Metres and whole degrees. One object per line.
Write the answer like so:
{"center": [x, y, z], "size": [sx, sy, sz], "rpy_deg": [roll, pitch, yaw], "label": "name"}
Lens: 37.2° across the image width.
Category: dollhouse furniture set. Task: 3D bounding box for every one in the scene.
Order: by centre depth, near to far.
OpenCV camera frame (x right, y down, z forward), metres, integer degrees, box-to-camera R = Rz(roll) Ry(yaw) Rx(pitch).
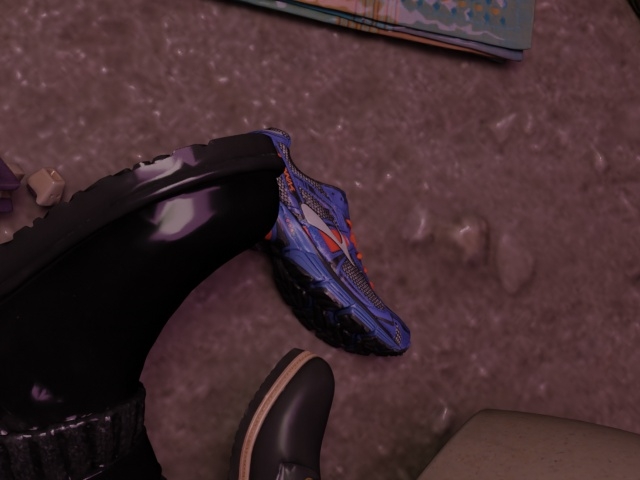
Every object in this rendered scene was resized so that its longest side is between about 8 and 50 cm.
{"center": [-0.267, -0.050, 0.702], "size": [0.114, 0.091, 0.081], "rpy_deg": [48, 113, 18], "label": "dollhouse furniture set"}

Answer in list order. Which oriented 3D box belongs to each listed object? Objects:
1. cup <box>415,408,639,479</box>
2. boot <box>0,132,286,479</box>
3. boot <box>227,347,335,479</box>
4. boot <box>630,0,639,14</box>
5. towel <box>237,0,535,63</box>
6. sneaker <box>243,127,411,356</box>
{"center": [0.158, 0.253, 0.647], "size": [0.237, 0.331, 0.331], "rpy_deg": [36, 71, 20], "label": "cup"}
{"center": [-0.127, 0.111, 0.635], "size": [0.348, 0.131, 0.260], "rpy_deg": [-31, 89, 1], "label": "boot"}
{"center": [0.006, 0.177, 0.609], "size": [0.077, 0.137, 0.198], "rpy_deg": [35, 69, -53], "label": "boot"}
{"center": [0.374, -0.342, 0.902], "size": [0.269, 0.089, 0.236], "rpy_deg": [-36, 103, -18], "label": "boot"}
{"center": [0.018, -0.315, 0.798], "size": [0.370, 0.040, 0.271], "rpy_deg": [9, 86, -14], "label": "towel"}
{"center": [0.000, 0.000, 0.737], "size": [0.087, 0.083, 0.221], "rpy_deg": [-42, 96, -23], "label": "sneaker"}
